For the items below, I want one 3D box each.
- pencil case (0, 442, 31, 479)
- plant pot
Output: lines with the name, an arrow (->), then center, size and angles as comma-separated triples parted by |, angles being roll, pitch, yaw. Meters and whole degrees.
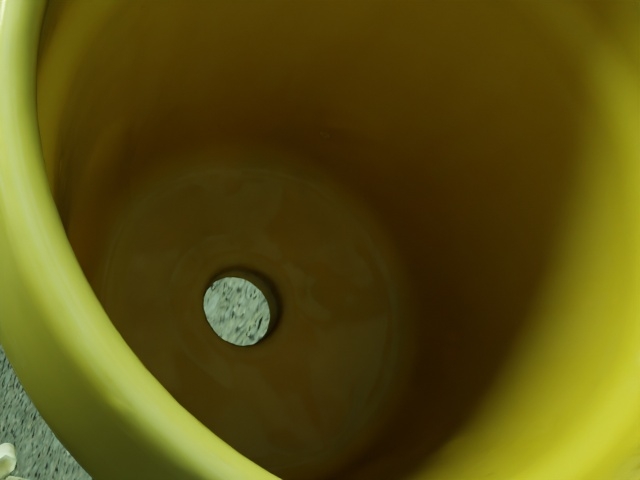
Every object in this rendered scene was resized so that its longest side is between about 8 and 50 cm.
pencil case -> -0.163, 0.280, 0.507 | 0.410, 0.183, 0.160 | -57, 23, 2
plant pot -> 0.000, 0.000, 0.469 | 0.239, 0.254, 0.254 | -44, 24, 63
